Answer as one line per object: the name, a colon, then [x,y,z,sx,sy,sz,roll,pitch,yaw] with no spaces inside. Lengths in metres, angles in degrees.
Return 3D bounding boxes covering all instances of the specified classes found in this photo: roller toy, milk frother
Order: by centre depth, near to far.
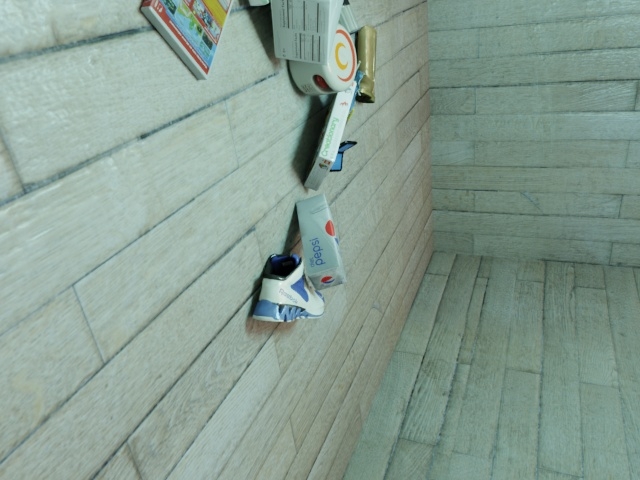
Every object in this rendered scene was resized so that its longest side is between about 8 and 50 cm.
roller toy: [0.002,-0.523,1.514,0.209,0.146,0.191,-37,122,-50]
milk frother: [0.057,-0.698,1.618,0.143,0.129,0.135,-43,113,-49]

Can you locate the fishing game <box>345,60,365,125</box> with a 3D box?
fishing game: [0.107,-0.474,1.734,0.189,0.041,0.264,121,-18,-48]

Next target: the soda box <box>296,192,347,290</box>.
soda box: [0.000,0.000,1.529,0.091,0.098,0.286,64,12,-49]

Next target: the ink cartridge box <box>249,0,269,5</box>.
ink cartridge box: [-0.152,-0.690,1.204,0.181,0.056,0.225,-76,158,-44]

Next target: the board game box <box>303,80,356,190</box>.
board game box: [0.030,-0.329,1.618,0.193,0.053,0.305,126,-19,-64]

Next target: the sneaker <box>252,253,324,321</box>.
sneaker: [-0.073,0.127,1.481,0.315,0.127,0.182,5,91,-66]

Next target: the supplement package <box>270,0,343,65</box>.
supplement package: [-0.024,-0.624,1.325,0.204,0.145,0.262,92,8,-64]

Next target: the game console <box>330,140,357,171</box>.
game console: [0.082,-0.300,1.853,0.071,0.107,0.122,65,24,2]

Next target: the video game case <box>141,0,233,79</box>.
video game case: [-0.252,-0.508,1.061,0.204,0.025,0.285,49,50,-61]

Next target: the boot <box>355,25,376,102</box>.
boot: [0.159,-0.667,1.956,0.236,0.089,0.270,-29,121,-76]
